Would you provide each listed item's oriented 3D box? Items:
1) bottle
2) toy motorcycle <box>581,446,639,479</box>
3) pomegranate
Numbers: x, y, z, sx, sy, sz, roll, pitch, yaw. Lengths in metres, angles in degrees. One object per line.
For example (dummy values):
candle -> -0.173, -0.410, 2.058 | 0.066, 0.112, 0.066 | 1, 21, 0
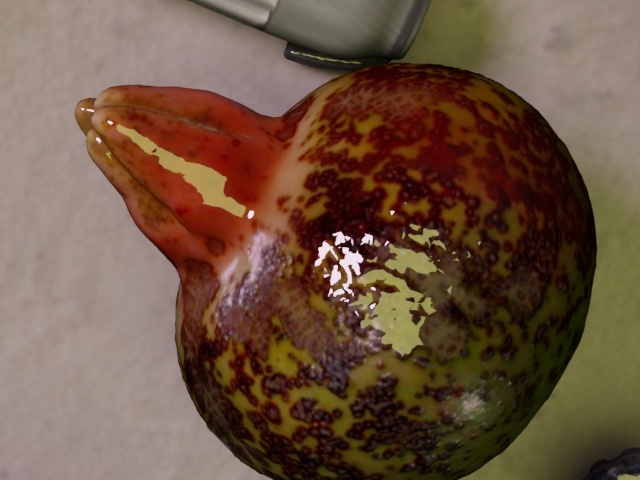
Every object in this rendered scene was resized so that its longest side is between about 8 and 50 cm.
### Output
bottle -> -0.069, -0.154, 0.770 | 0.253, 0.079, 0.096 | 21, 133, -6
toy motorcycle -> 0.157, 0.268, 0.805 | 0.188, 0.143, 0.327 | 23, 102, -6
pomegranate -> 0.000, 0.000, 0.721 | 0.248, 0.214, 0.214 | 34, 94, -19
